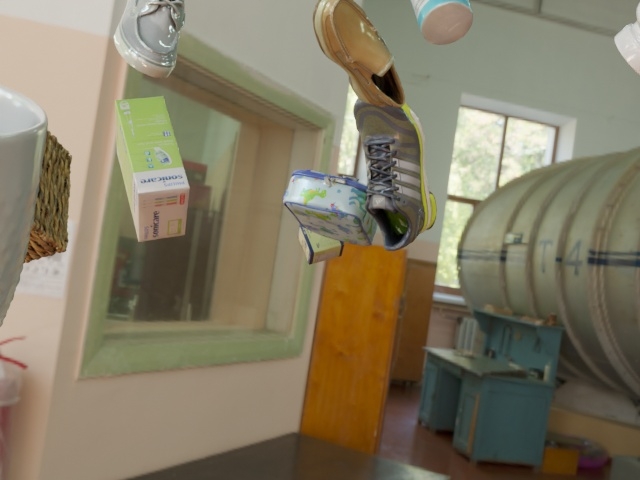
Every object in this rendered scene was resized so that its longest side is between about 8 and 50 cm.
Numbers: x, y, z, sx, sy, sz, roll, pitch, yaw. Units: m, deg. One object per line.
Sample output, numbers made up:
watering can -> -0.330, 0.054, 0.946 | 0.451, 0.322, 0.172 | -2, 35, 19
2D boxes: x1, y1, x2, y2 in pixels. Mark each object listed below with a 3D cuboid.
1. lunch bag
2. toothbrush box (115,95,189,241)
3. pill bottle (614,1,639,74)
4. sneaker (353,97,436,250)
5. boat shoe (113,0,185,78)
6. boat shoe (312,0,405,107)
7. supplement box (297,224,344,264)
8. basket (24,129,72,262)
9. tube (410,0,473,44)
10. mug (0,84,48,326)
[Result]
lunch bag -> 0.024, -0.066, 1.327 | 0.176, 0.090, 0.219 | 13, -13, 17
toothbrush box -> -0.410, -0.172, 1.571 | 0.122, 0.283, 0.206 | -9, -30, -20
pill bottle -> 0.374, -0.232, 0.640 | 0.086, 0.086, 0.152 | 10, -36, -34
sneaker -> 0.123, -0.112, 1.119 | 0.111, 0.300, 0.121 | -3, 34, 33
boat shoe -> -0.219, -0.302, 0.858 | 0.079, 0.081, 0.227 | 18, 38, -28
boat shoe -> 0.059, -0.225, 0.785 | 0.072, 0.068, 0.190 | 33, -2, 34
supplement box -> 0.000, 0.000, 1.517 | 0.083, 0.083, 0.056 | -15, -28, -15
basket -> -0.666, -0.103, 1.331 | 0.223, 0.299, 0.213 | -18, -35, 8
tube -> 0.115, -0.300, 0.699 | 0.080, 0.207, 0.052 | -26, -37, 29
mug -> -0.458, 0.015, 0.592 | 0.276, 0.328, 0.374 | 25, 19, 19
